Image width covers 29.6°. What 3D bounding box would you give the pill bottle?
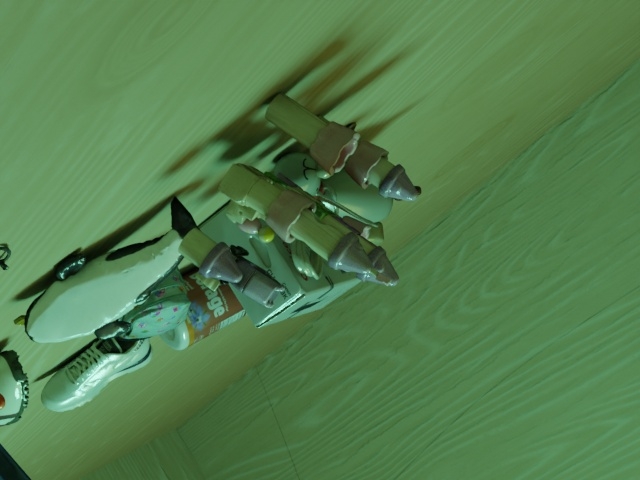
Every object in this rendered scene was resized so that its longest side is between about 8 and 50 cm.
[{"bbox_3d":[-0.200,0.104,2.231,0.216,0.121,0.121,-29,170,-29],"label":"pill bottle"}]

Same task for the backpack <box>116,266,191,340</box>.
[{"bbox_3d":[-0.274,0.091,1.943,0.152,0.115,0.182,-26,166,-24],"label":"backpack"}]

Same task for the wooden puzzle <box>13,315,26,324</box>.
[{"bbox_3d":[-0.407,0.101,1.852,0.116,0.014,0.078,-33,171,-2],"label":"wooden puzzle"}]

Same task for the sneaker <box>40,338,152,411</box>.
[{"bbox_3d":[-0.431,0.235,2.299,0.235,0.090,0.095,-34,159,-16],"label":"sneaker"}]

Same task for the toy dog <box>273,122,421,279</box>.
[{"bbox_3d":[0.059,-0.080,1.991,0.160,0.220,0.333,-13,-172,20],"label":"toy dog"}]

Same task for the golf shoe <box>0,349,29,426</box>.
[{"bbox_3d":[-0.563,0.270,1.942,0.120,0.105,0.273,-10,156,-50],"label":"golf shoe"}]

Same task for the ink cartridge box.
[{"bbox_3d":[-0.062,0.023,2.045,0.114,0.197,0.273,-36,170,21],"label":"ink cartridge box"}]

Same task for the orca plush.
[{"bbox_3d":[-0.307,0.036,1.754,0.287,0.102,0.151,-45,124,9],"label":"orca plush"}]

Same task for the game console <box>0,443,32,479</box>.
[{"bbox_3d":[-0.721,0.478,2.242,0.293,0.173,0.250,-34,171,1],"label":"game console"}]

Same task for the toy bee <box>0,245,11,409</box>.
[{"bbox_3d":[-0.475,0.163,1.502,0.195,0.162,0.298,-20,164,-48],"label":"toy bee"}]

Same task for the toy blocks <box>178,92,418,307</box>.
[{"bbox_3d":[0.000,0.000,1.684,0.309,0.260,0.288,-56,168,6],"label":"toy blocks"}]
